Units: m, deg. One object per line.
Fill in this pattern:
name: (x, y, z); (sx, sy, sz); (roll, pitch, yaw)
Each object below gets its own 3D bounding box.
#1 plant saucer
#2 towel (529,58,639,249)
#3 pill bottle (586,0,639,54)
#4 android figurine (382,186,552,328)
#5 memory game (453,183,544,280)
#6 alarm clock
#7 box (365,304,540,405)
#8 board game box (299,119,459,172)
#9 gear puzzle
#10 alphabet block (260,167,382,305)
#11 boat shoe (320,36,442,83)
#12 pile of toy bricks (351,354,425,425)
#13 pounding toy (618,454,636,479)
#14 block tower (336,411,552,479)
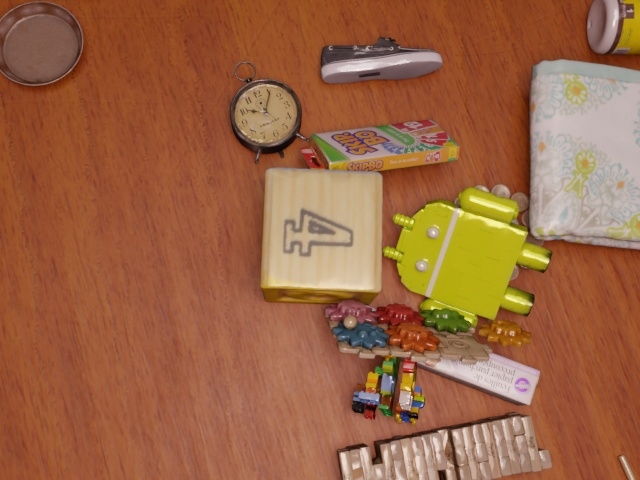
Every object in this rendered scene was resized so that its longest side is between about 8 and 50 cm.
plant saucer: (-0.523, -0.361, 1.373); (0.168, 0.029, 0.169); (1, 77, -3)
towel: (0.551, -0.146, 1.318); (0.374, 0.090, 0.321); (5, 75, -10)
pill bottle: (0.624, -0.409, 1.387); (0.214, 0.117, 0.117); (-1, 78, -3)
android figurine: (0.245, 0.031, 1.268); (0.272, 0.056, 0.248); (21, 107, 7)
memory game: (0.316, -0.014, 1.345); (0.186, 0.012, 0.186); (0, 79, -2)
alarm clock: (-0.107, -0.241, 1.348); (0.129, 0.064, 0.192); (-23, 83, -7)
box: (0.208, 0.198, 1.270); (0.324, 0.067, 0.063); (20, 78, 3)
board game box: (0.100, -0.163, 1.301); (0.259, 0.039, 0.124); (-11, 34, -12)
gear puzzle: (0.181, 0.138, 1.172); (0.338, 0.175, 0.044); (5, 107, -10)
alphabet block: (0.000, 0.000, 1.239); (0.193, 0.192, 0.197); (2, 79, 0)
boat shoe: (0.110, -0.343, 1.377); (0.228, 0.080, 0.076); (-6, 80, 4)
pile of toy bricks: (0.113, 0.227, 1.197); (0.118, 0.212, 0.105); (6, 67, 13)
pounding toy: (0.600, 0.397, 1.230); (0.181, 0.094, 0.206); (25, 78, 3)
block tower: (0.198, 0.359, 1.222); (0.335, 0.091, 0.097); (-8, 79, -5)
